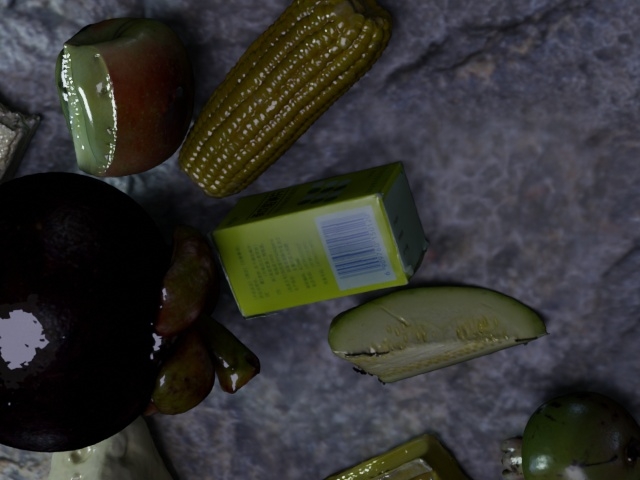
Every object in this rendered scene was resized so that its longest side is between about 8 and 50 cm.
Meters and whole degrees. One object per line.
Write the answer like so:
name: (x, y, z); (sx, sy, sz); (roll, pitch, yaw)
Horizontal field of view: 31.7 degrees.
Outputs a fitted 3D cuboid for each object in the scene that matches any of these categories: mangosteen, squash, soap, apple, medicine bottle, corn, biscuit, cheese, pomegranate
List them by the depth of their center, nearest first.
corn: (-0.055, -0.184, 1.424); (0.131, 0.131, 0.344); (42, 118, -6)
apple: (-0.244, -0.182, 1.439); (0.173, 0.207, 0.188); (-16, 114, -9)
mangosteen: (-0.305, 0.106, 1.486); (0.435, 0.382, 0.382); (13, 117, 17)
medicine bottle: (0.000, 0.000, 1.489); (0.250, 0.137, 0.141); (-11, 112, 20)
squash: (0.157, 0.105, 1.511); (0.252, 0.093, 0.169); (-20, 153, 23)
pomegranate: (0.343, 0.306, 1.527); (0.179, 0.179, 0.210); (32, 136, -1)
biscuit: (-0.495, -0.111, 1.616); (0.108, 0.062, 0.239); (33, 118, -1)
soap: (0.105, 0.389, 1.679); (0.233, 0.076, 0.135); (-32, 103, 27)
cheese: (-0.333, 0.382, 1.709); (0.173, 0.248, 0.251); (-10, 105, 18)
